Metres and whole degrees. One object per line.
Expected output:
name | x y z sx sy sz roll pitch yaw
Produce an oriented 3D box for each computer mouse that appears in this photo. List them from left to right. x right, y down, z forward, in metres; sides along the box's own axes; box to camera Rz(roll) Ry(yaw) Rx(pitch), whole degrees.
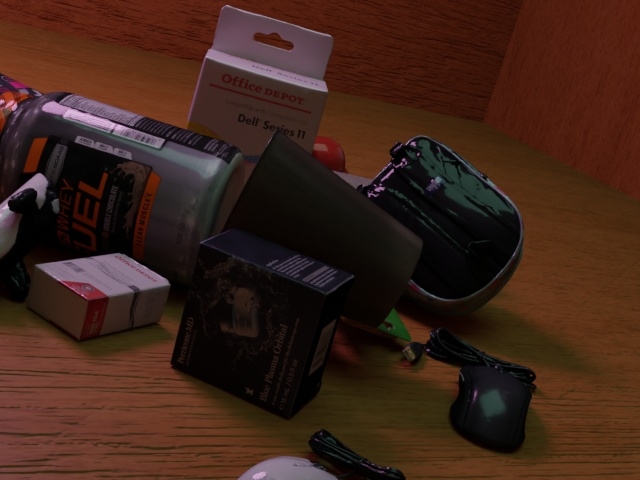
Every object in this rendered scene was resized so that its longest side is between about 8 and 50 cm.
computer mouse | -0.011 0.224 0.905 0.106 0.042 0.193 29 20 33
computer mouse | 0.190 0.170 1.241 0.184 0.060 0.262 21 17 12

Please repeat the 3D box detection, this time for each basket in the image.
basket | 0.000 0.000 1.199 0.226 0.204 0.154 28 28 -3

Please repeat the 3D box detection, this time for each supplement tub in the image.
supplement tub | -0.290 -0.079 1.325 0.337 0.207 0.207 17 16 5

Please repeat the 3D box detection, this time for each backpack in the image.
backpack | 0.188 -0.007 1.514 0.253 0.225 0.191 38 -11 23

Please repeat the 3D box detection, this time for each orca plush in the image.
orca plush | -0.366 0.024 1.112 0.102 0.151 0.287 50 16 -14

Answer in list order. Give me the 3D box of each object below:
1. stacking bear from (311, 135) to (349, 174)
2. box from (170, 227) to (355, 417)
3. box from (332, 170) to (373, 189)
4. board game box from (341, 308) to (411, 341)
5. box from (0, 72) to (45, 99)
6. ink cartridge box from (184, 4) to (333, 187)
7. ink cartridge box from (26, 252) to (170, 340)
stacking bear | -0.084 -0.157 1.779 0.288 0.164 0.175 11 18 -32
box | -0.067 0.090 1.085 0.158 0.156 0.093 21 18 17
box | 0.097 -0.033 1.700 0.311 0.121 0.148 12 17 -16
board game box | 0.033 0.042 1.368 0.124 0.039 0.259 26 24 -48
box | -0.566 -0.197 1.498 0.270 0.143 0.165 25 17 2
ink cartridge box | -0.113 -0.179 1.561 0.207 0.354 0.119 14 17 -7
ink cartridge box | -0.263 0.064 1.151 0.099 0.056 0.135 27 20 30
